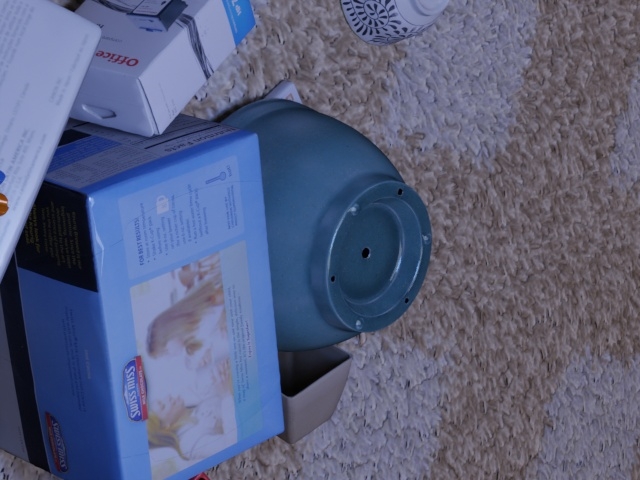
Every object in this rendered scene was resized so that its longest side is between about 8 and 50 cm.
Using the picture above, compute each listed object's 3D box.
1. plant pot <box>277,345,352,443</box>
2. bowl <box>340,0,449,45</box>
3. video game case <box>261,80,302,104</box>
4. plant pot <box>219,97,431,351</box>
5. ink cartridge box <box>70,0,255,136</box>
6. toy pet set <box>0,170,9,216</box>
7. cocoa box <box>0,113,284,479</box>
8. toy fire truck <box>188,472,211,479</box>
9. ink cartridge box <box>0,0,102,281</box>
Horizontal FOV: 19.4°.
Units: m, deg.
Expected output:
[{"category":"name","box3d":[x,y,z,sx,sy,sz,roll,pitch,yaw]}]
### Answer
[{"category":"plant pot","box3d":[-0.035,0.177,2.244,0.109,0.109,0.096,-32,135,-35]},{"category":"bowl","box3d":[0.109,-0.312,2.254,0.170,0.080,0.170,-18,115,-42]},{"category":"video game case","box3d":[-0.067,-0.063,2.191,0.190,0.022,0.173,-45,130,-27]},{"category":"plant pot","box3d":[0.000,0.000,2.121,0.293,0.196,0.293,-17,114,-42]},{"category":"ink cartridge box","box3d":[-0.178,-0.206,1.918,0.191,0.139,0.082,-53,144,-36]},{"category":"toy pet set","box3d":[-0.339,-0.010,1.641,0.122,0.114,0.065,9,131,-24]},{"category":"cocoa box","box3d":[-0.202,0.058,1.938,0.231,0.228,0.347,-23,118,-39]},{"category":"toy fire truck","box3d":[-0.147,0.318,2.144,0.047,0.135,0.192,-50,132,-23]},{"category":"ink cartridge box","box3d":[-0.428,-0.133,1.689,0.385,0.091,0.308,25,74,-17]}]
